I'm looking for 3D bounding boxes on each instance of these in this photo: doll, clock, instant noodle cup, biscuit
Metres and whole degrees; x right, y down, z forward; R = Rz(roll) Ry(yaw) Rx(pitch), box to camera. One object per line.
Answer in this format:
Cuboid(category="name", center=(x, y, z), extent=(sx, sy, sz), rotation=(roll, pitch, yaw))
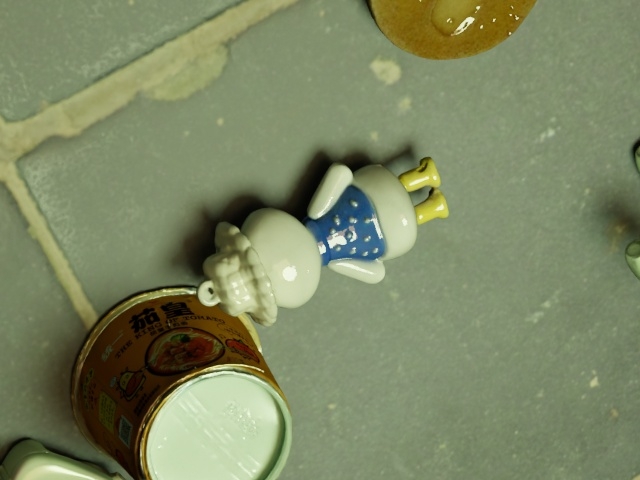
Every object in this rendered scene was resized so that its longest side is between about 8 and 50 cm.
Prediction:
Cuboid(category="doll", center=(0.000, 0.000, 1.834), extent=(0.293, 0.119, 0.138), rotation=(-26, 111, -18))
Cuboid(category="clock", center=(-0.265, 0.303, 1.865), extent=(0.191, 0.062, 0.151), rotation=(21, 101, -30))
Cuboid(category="instant noodle cup", center=(-0.133, 0.175, 1.806), extent=(0.215, 0.172, 0.216), rotation=(-8, 112, -20))
Cuboid(category="biscuit", center=(0.133, -0.273, 1.796), extent=(0.208, 0.049, 0.181), rotation=(26, 115, -43))

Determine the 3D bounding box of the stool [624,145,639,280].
Cuboid(category="stool", center=(0.460, -0.003, 1.969), extent=(0.198, 0.195, 0.195), rotation=(45, 44, -38))
